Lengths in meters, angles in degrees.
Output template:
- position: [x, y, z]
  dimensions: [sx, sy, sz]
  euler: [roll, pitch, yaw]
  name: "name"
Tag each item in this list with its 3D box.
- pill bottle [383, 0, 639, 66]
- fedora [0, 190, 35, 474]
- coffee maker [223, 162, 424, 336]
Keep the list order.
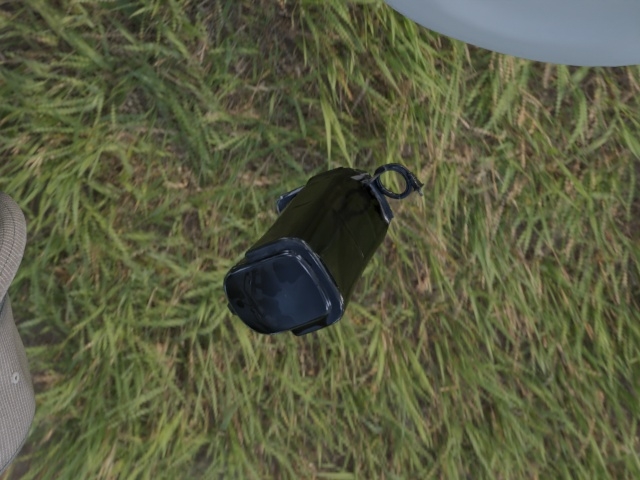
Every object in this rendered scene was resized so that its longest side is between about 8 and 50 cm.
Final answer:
- position: [0.149, -0.293, 0.483]
  dimensions: [0.204, 0.204, 0.360]
  euler: [13, 83, -5]
  name: "pill bottle"
- position: [-0.279, 0.100, 0.635]
  dimensions: [0.244, 0.275, 0.124]
  euler: [-21, 122, 15]
  name: "fedora"
- position: [0.000, 0.000, 0.967]
  dimensions: [0.120, 0.178, 0.171]
  euler: [39, 123, -5]
  name: "coffee maker"
